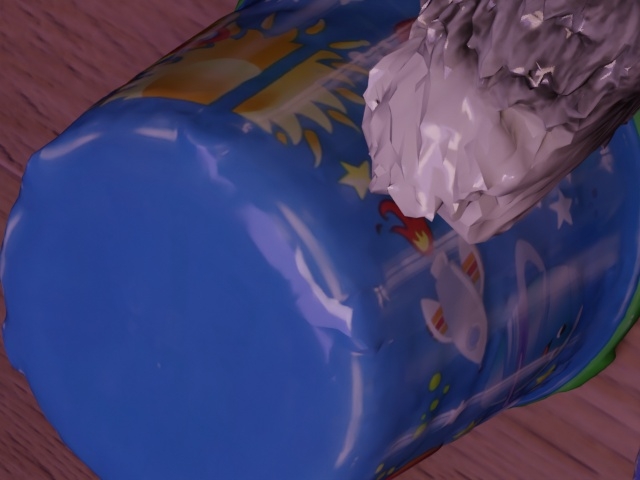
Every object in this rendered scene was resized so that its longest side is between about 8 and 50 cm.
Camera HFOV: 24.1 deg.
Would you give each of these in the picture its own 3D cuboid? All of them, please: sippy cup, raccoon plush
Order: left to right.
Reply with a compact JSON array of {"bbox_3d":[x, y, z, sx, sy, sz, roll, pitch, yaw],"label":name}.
[{"bbox_3d":[0.000,0.000,0.608,0.240,0.224,0.305,-14,101,35],"label":"sippy cup"},{"bbox_3d":[0.085,-0.253,0.397,0.446,0.216,0.299,-44,78,8],"label":"raccoon plush"}]

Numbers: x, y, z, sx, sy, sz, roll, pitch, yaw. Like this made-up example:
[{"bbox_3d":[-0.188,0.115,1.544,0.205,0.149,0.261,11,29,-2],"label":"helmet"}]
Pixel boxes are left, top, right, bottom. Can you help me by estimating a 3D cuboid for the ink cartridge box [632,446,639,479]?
[{"bbox_3d":[0.254,0.260,0.652,0.324,0.071,0.330,19,120,25],"label":"ink cartridge box"}]
